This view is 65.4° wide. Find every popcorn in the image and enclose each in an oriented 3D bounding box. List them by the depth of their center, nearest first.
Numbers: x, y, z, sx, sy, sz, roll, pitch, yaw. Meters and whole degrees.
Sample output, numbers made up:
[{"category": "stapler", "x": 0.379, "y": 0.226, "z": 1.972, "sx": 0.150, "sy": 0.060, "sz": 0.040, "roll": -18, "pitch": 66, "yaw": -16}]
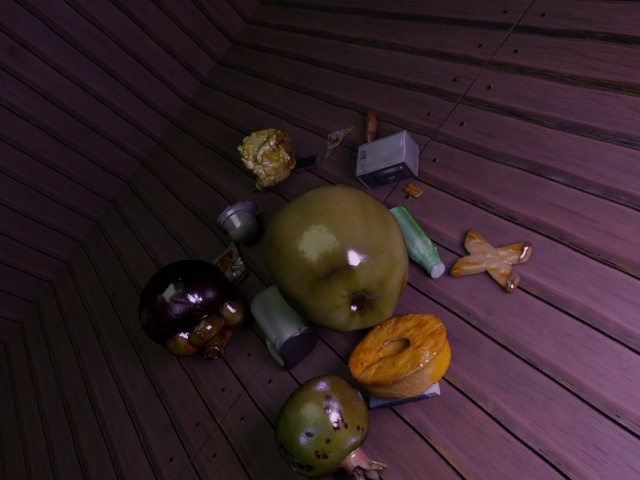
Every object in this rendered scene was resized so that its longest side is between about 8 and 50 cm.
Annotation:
[{"category": "popcorn", "x": -0.234, "y": -0.373, "z": 2.242, "sx": 0.237, "sy": 0.293, "sz": 0.293, "roll": -3, "pitch": 60, "yaw": 18}]

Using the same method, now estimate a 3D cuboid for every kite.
[{"category": "kite", "x": 0.094, "y": -0.416, "z": 2.162, "sx": 0.198, "sy": 0.006, "sz": 0.244, "roll": -45, "pitch": 43, "yaw": 7}]

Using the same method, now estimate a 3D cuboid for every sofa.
[{"category": "sofa", "x": -0.054, "y": -0.337, "z": 2.213, "sx": 0.118, "sy": 0.039, "sz": 0.060, "roll": -9, "pitch": 57, "yaw": 37}]

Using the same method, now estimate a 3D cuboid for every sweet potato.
[{"category": "sweet potato", "x": 0.209, "y": -0.459, "z": 2.056, "sx": 0.065, "sy": 0.051, "sz": 0.218, "roll": 115, "pitch": 162, "yaw": -58}]

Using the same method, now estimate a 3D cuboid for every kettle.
[{"category": "kettle", "x": -0.133, "y": 0.321, "z": 1.785, "sx": 0.255, "sy": 0.165, "sz": 0.240, "roll": 48, "pitch": 127, "yaw": 42}]

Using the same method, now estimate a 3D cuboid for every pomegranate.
[{"category": "pomegranate", "x": 0.015, "y": 0.560, "z": 1.413, "sx": 0.291, "sy": 0.291, "sz": 0.323, "roll": -35, "pitch": 54, "yaw": 17}]

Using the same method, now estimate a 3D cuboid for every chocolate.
[{"category": "chocolate", "x": 0.311, "y": 0.006, "z": 1.642, "sx": 0.110, "sy": 0.110, "sz": 0.291, "roll": -41, "pitch": 47, "yaw": 12}, {"category": "chocolate", "x": -0.353, "y": -0.060, "z": 2.205, "sx": 0.221, "sy": 0.221, "sz": 0.147, "roll": -32, "pitch": 66, "yaw": 21}]

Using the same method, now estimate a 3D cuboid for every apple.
[{"category": "apple", "x": 0.056, "y": 0.055, "z": 1.560, "sx": 0.473, "sy": 0.473, "sz": 0.473, "roll": -21, "pitch": 52, "yaw": 29}]

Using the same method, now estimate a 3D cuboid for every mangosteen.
[{"category": "mangosteen", "x": -0.505, "y": 0.262, "z": 1.978, "sx": 0.421, "sy": 0.381, "sz": 0.381, "roll": 21, "pitch": 78, "yaw": 34}]

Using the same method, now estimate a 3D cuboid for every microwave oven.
[{"category": "microwave oven", "x": 0.253, "y": -0.292, "z": 1.860, "sx": 0.205, "sy": 0.129, "sz": 0.163, "roll": -12, "pitch": 58, "yaw": 35}]

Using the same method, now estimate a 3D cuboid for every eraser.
[{"category": "eraser", "x": 0.239, "y": 0.428, "z": 1.463, "sx": 0.212, "sy": 0.046, "sz": 0.092, "roll": -24, "pitch": 50, "yaw": 27}]

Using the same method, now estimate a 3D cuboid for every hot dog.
[{"category": "hot dog", "x": 0.336, "y": -0.176, "z": 1.793, "sx": 0.037, "sy": 0.021, "sz": 0.083, "roll": -40, "pitch": 43, "yaw": -2}]

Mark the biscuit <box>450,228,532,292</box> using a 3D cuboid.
[{"category": "biscuit", "x": 0.504, "y": 0.059, "z": 1.478, "sx": 0.208, "sy": 0.047, "sz": 0.164, "roll": 17, "pitch": 74, "yaw": 45}]

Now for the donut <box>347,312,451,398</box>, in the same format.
[{"category": "donut", "x": 0.231, "y": 0.334, "z": 1.417, "sx": 0.303, "sy": 0.110, "sz": 0.303, "roll": -28, "pitch": 17, "yaw": 10}]

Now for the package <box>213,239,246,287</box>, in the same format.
[{"category": "package", "x": -0.404, "y": 0.116, "z": 2.219, "sx": 0.154, "sy": 0.030, "sz": 0.239, "roll": -43, "pitch": 45, "yaw": 13}]

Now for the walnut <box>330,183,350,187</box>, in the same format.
[{"category": "walnut", "x": 0.028, "y": -0.125, "z": 1.946, "sx": 0.245, "sy": 0.137, "sz": 0.137, "roll": -47, "pitch": 42, "yaw": 21}]
